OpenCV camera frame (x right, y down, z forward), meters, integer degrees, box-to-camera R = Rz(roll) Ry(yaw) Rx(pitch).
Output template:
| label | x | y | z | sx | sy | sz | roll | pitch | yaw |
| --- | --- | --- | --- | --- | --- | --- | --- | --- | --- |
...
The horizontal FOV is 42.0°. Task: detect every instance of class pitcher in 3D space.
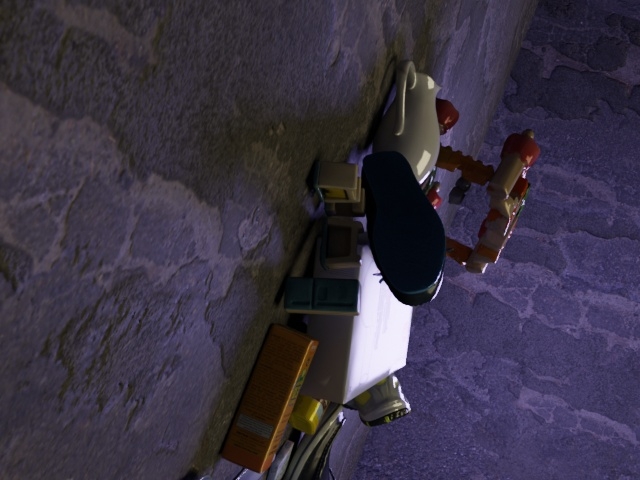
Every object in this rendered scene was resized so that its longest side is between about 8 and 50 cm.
| label | x | y | z | sx | sy | sz | roll | pitch | yaw |
| --- | --- | --- | --- | --- | --- | --- | --- | --- | --- |
| pitcher | 0.159 | -0.218 | 1.549 | 0.178 | 0.125 | 0.207 | 27 | 73 | -65 |

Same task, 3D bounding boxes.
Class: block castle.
| label | x | y | z | sx | sy | sz | roll | pitch | yaw |
| --- | --- | --- | --- | --- | --- | --- | --- | --- | --- |
| block castle | 0.369 | -0.138 | 2.115 | 0.213 | 0.303 | 0.453 | -55 | 162 | -26 |

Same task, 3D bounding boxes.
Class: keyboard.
| label | x | y | z | sx | sy | sz | roll | pitch | yaw |
| --- | --- | --- | --- | --- | --- | --- | --- | --- | --- |
| keyboard | -0.130 | 0.449 | 1.637 | 0.256 | 0.014 | 0.072 | -29 | 133 | -71 |

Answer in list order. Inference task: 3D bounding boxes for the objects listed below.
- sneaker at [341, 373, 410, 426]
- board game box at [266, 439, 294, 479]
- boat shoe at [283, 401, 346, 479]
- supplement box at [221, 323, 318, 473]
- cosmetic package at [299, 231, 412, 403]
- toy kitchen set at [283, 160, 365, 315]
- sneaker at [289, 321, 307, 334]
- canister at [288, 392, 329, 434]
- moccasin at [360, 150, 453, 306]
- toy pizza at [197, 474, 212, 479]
| label | x | y | z | sx | sy | sz | roll | pitch | yaw |
| --- | --- | --- | --- | --- | --- | --- | --- | --- | --- |
| sneaker | 0.107 | 0.319 | 1.963 | 0.384 | 0.145 | 0.147 | 179 | -106 | -74 |
| board game box | -0.093 | 0.504 | 1.850 | 0.090 | 0.020 | 0.090 | -47 | 157 | -59 |
| boat shoe | -0.026 | 0.618 | 1.978 | 0.187 | 0.156 | 0.500 | -17 | 127 | -80 |
| supplement box | -0.082 | 0.258 | 1.378 | 0.078 | 0.080 | 0.233 | 35 | 74 | -79 |
| cosmetic package | 0.088 | 0.131 | 1.608 | 0.377 | 0.097 | 0.284 | -8 | 108 | -67 |
| toy kitchen set | 0.000 | 0.000 | 1.301 | 0.166 | 0.122 | 0.207 | 63 | 29 | -73 |
| sneaker | -0.049 | 0.214 | 1.499 | 0.089 | 0.051 | 0.170 | 87 | 23 | -51 |
| canister | -0.007 | 0.322 | 1.799 | 0.170 | 0.073 | 0.126 | -61 | 166 | -25 |
| moccasin | 0.144 | -0.013 | 1.404 | 0.342 | 0.137 | 0.117 | -93 | 180 | -46 |
| toy pizza | -0.213 | 0.437 | 1.219 | 0.201 | 0.032 | 0.201 | 20 | 90 | -78 |
